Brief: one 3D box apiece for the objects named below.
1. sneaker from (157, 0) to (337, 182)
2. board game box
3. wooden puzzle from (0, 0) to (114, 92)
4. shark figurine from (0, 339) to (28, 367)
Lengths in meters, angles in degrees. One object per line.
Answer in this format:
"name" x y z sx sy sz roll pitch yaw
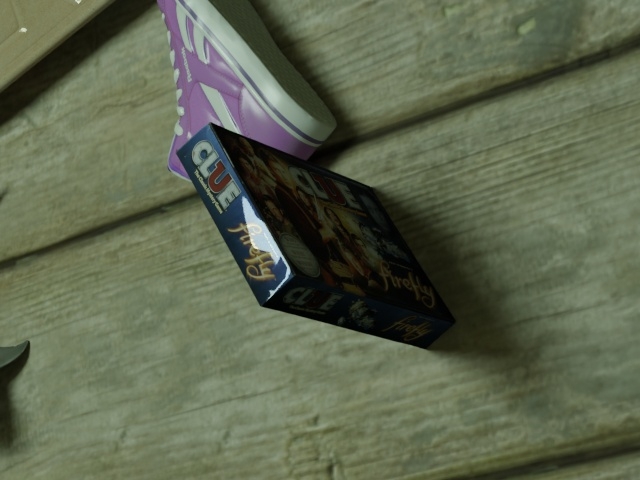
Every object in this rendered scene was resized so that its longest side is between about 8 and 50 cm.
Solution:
"sneaker" -0.119 -0.153 1.639 0.161 0.102 0.282 -47 57 21
"board game box" 0.000 0.000 1.428 0.042 0.243 0.165 -43 59 20
"wooden puzzle" -0.322 -0.326 1.839 0.348 0.080 0.322 -36 61 29
"shark figurine" -0.364 0.088 1.778 0.116 0.166 0.278 -9 54 8
